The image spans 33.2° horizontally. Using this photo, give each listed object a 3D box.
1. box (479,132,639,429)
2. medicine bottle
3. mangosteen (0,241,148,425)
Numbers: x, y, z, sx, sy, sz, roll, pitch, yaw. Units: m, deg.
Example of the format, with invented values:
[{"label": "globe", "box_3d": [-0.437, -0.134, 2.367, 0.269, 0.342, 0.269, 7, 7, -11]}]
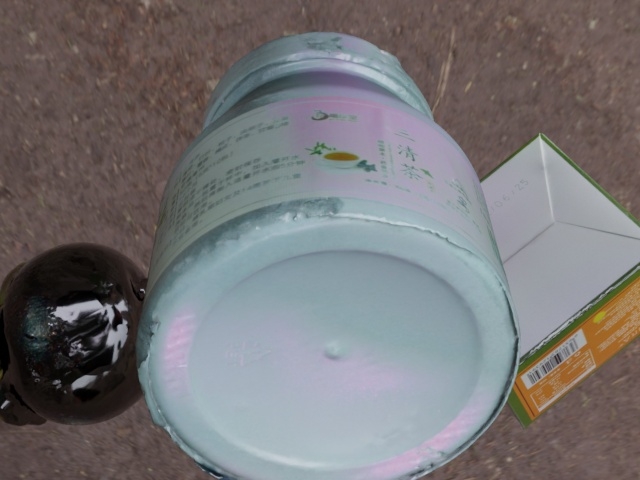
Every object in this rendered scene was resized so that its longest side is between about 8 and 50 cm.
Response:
[{"label": "box", "box_3d": [0.204, 0.041, 1.031, 0.195, 0.148, 0.177, -39, 54, -1]}, {"label": "medicine bottle", "box_3d": [0.000, 0.000, 0.778, 0.245, 0.245, 0.290, -2, 35, -2]}, {"label": "mangosteen", "box_3d": [-0.298, 0.113, 1.278, 0.243, 0.243, 0.242, 1, 75, -2]}]
